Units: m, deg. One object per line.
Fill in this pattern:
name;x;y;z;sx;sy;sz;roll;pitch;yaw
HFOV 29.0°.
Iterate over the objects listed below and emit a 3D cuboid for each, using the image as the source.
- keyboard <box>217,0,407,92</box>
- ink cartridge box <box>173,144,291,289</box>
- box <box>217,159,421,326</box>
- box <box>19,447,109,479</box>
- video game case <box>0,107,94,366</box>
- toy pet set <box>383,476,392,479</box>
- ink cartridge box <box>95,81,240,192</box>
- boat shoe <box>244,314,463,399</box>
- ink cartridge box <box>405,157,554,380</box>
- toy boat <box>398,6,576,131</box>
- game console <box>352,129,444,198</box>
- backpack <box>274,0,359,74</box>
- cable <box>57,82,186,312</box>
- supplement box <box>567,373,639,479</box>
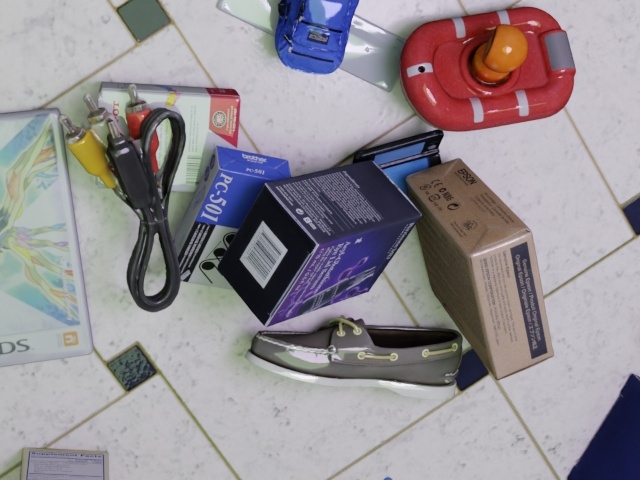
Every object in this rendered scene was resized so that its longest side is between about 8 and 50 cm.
keyboard;-0.004;-0.276;1.593;0.256;0.014;0.072;24;104;-15
ink cartridge box;-0.119;-0.025;1.563;0.097;0.046;0.207;11;134;-22
box;0.000;0.000;1.539;0.207;0.108;0.153;-16;148;-45
box;-0.339;0.415;1.593;0.117;0.243;0.214;5;104;-11
video game case;-0.460;0.010;1.572;0.300;0.036;0.329;-8;106;-9
toy pet set;0.072;0.421;1.763;0.114;0.065;0.122;-19;107;-5
ink cartridge box;-0.194;-0.131;1.562;0.175;0.072;0.127;3;106;-11
boat shoe;0.049;0.147;1.667;0.305;0.109;0.091;9;102;-19
ink cartridge box;0.201;0.031;1.578;0.088;0.235;0.193;-21;122;-7
toy boat;0.216;-0.226;1.556;0.231;0.151;0.151;-11;80;-8
game console;0.108;-0.087;1.634;0.122;0.107;0.071;-16;79;-6
backpack;-0.010;-0.267;1.536;0.098;0.101;0.120;15;111;-6
cable;-0.216;-0.056;1.528;0.139;0.072;0.287;-26;123;-20
supplement box;0.574;0.374;1.776;0.356;0.195;0.194;28;98;-15
